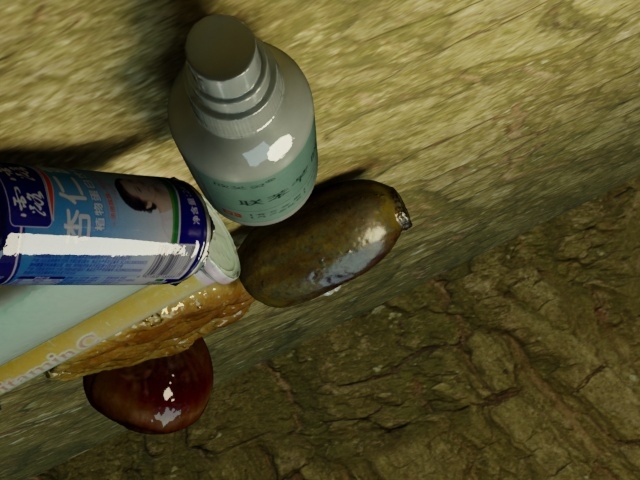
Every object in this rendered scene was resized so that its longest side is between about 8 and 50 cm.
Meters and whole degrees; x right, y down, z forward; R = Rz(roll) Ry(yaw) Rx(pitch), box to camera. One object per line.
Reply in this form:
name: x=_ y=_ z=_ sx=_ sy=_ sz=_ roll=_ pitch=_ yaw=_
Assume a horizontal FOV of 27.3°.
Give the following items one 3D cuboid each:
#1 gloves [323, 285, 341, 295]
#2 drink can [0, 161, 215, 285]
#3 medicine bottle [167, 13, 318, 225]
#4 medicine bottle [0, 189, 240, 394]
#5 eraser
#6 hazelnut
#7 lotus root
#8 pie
gloves: x=0.005 y=0.026 z=1.908 sx=0.119 sy=0.097 sz=0.229 roll=-17 pitch=171 yaw=16
drink can: x=-0.197 y=-0.011 z=1.050 sx=0.097 sy=0.097 sz=0.235 roll=-31 pitch=160 yaw=33
medicine bottle: x=-0.059 y=-0.093 z=1.001 sx=0.110 sy=0.110 sz=0.352 roll=-25 pitch=171 yaw=-3
medicine bottle: x=-0.294 y=0.087 z=1.405 sx=0.426 sy=0.108 sz=0.108 roll=-27 pitch=171 yaw=13
eraser: x=-0.290 y=0.054 z=1.248 sx=0.290 sy=0.104 sz=0.189 roll=-28 pitch=174 yaw=18
hazelnut: x=-0.267 y=0.212 z=2.053 sx=0.203 sy=0.178 sz=0.178 roll=8 pitch=163 yaw=-10
lotus root: x=0.000 y=0.000 z=1.667 sx=0.241 sy=0.123 sz=0.124 roll=-31 pitch=-163 yaw=17
pie: x=-0.231 y=0.107 z=1.800 sx=0.339 sy=0.083 sz=0.339 roll=-22 pitch=170 yaw=-4
